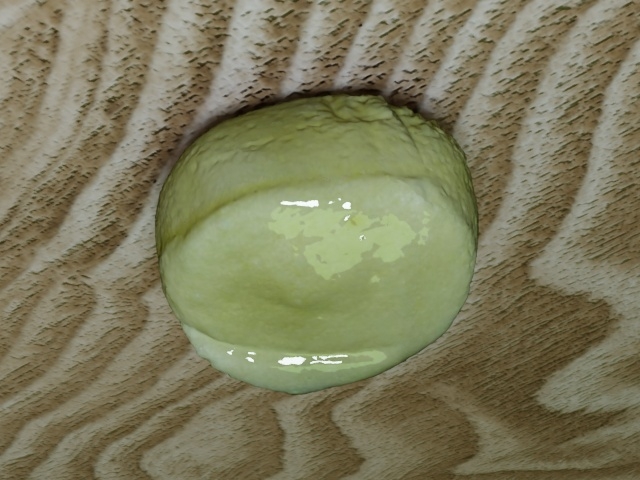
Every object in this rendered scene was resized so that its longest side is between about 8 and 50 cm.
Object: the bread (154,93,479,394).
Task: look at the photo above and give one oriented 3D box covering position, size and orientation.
[{"bbox_3d":[-0.002,-0.008,1.194,0.320,0.237,0.320,-7,134,-7],"label":"bread"}]
